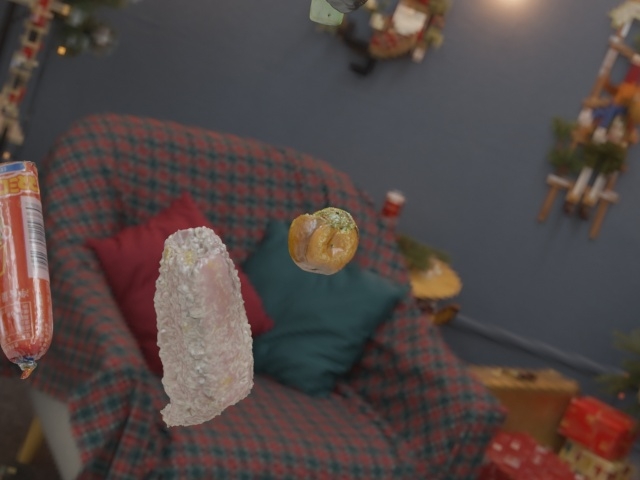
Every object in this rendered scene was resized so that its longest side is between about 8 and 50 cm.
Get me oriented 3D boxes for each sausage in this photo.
[{"bbox_3d":[-0.370,0.038,1.629,0.074,0.074,0.274,7,63,-41],"label":"sausage"}]

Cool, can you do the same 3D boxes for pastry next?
[{"bbox_3d":[-0.141,0.120,1.605,0.103,0.265,0.112,-16,28,-34],"label":"pastry"}]

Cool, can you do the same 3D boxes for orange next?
[{"bbox_3d":[0.000,0.000,1.518,0.086,0.086,0.062,9,13,-36],"label":"orange"}]

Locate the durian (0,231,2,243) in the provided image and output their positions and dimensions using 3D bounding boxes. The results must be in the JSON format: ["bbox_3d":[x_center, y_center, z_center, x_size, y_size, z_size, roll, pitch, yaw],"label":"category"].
[{"bbox_3d":[-0.403,-0.004,1.380,0.140,0.110,0.071,29,1,35],"label":"durian"}]

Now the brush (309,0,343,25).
[{"bbox_3d":[0.020,-0.270,1.107,0.033,0.178,0.030,1,11,-35],"label":"brush"}]

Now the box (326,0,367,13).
[{"bbox_3d":[0.022,-0.275,0.901,0.042,0.212,0.201,-1,33,27],"label":"box"}]
